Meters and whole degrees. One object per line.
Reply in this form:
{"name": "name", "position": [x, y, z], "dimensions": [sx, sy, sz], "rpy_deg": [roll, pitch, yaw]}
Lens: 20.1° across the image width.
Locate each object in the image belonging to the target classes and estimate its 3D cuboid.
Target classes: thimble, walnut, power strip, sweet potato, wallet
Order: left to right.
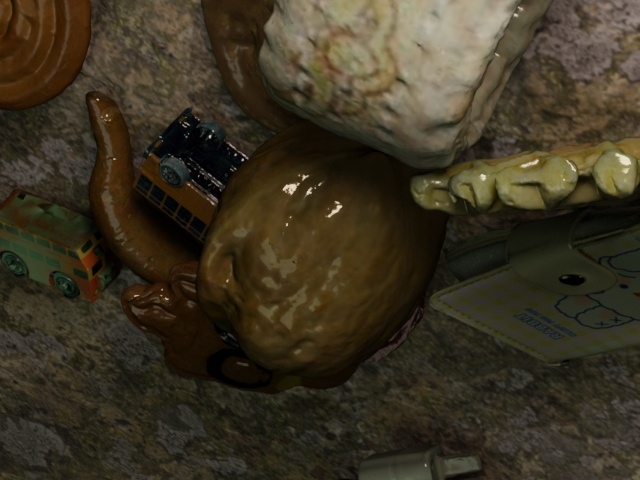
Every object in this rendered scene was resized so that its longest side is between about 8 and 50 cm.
{"name": "sweet potato", "position": [-0.202, -0.021, 2.125], "dimensions": [0.108, 0.079, 0.346], "rpy_deg": [-26, 112, 18]}
{"name": "walnut", "position": [0.000, 0.000, 1.795], "dimensions": [0.227, 0.283, 0.283], "rpy_deg": [55, 151, 29]}
{"name": "thimble", "position": [0.089, -0.214, 1.497], "dimensions": [0.195, 0.291, 0.291], "rpy_deg": [28, 142, 6]}
{"name": "power strip", "position": [0.144, 0.373, 2.143], "dimensions": [0.141, 0.229, 0.261], "rpy_deg": [-11, 90, 17]}
{"name": "wallet", "position": [0.282, 0.041, 1.736], "dimensions": [0.223, 0.077, 0.309], "rpy_deg": [31, 149, -32]}

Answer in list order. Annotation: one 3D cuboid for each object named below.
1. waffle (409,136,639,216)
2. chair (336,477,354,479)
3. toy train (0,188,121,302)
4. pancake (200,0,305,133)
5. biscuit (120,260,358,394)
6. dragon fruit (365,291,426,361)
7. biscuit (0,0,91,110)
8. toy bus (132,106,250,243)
{"name": "waffle", "position": [0.250, -0.058, 1.555], "dimensions": [0.309, 0.292, 0.056], "rpy_deg": [-8, 88, 39]}
{"name": "chair", "position": [0.027, 0.470, 2.364], "dimensions": [0.183, 0.175, 0.326], "rpy_deg": [39, 150, 15]}
{"name": "toy train", "position": [-0.341, 0.006, 2.265], "dimensions": [0.188, 0.072, 0.099], "rpy_deg": [21, 140, 22]}
{"name": "pancake", "position": [-0.033, -0.191, 1.821], "dimensions": [0.242, 0.050, 0.242], "rpy_deg": [22, 139, 20]}
{"name": "biscuit", "position": [-0.094, 0.107, 2.115], "dimensions": [0.290, 0.041, 0.208], "rpy_deg": [12, 138, 0]}
{"name": "dragon fruit", "position": [0.070, 0.042, 1.963], "dimensions": [0.106, 0.083, 0.162], "rpy_deg": [-15, 102, 26]}
{"name": "biscuit", "position": [-0.365, -0.263, 1.974], "dimensions": [0.262, 0.037, 0.262], "rpy_deg": [12, 119, 23]}
{"name": "toy bus", "position": [-0.110, -0.047, 2.003], "dimensions": [0.182, 0.091, 0.103], "rpy_deg": [38, 145, 4]}
